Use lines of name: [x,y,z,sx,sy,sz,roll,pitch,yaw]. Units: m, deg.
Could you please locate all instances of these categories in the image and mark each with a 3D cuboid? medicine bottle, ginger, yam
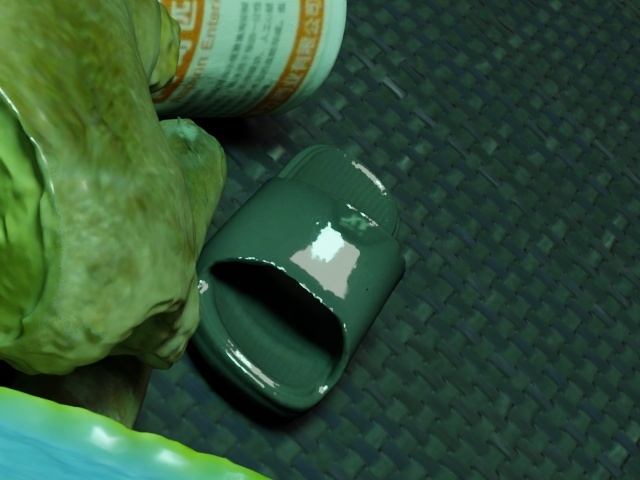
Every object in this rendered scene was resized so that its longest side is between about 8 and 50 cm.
medicine bottle: [-0.117,-0.143,1.169,0.252,0.144,0.144,-2,54,-40]
ginger: [-0.133,-0.060,0.957,0.276,0.130,0.221,61,28,-5]
yam: [-0.113,0.040,1.046,0.071,0.067,0.317,17,37,2]

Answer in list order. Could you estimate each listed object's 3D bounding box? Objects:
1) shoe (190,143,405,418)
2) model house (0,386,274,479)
shoe: [0.000,0.000,1.165,0.108,0.093,0.241,38,35,-5]
model house: [-0.126,0.158,0.762,0.237,0.215,0.303,19,12,4]
